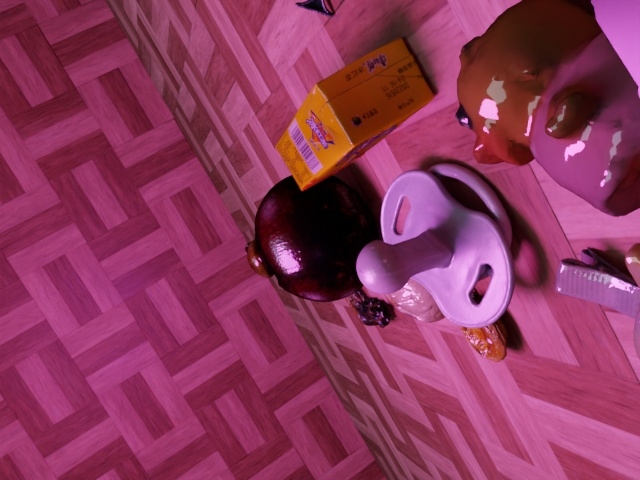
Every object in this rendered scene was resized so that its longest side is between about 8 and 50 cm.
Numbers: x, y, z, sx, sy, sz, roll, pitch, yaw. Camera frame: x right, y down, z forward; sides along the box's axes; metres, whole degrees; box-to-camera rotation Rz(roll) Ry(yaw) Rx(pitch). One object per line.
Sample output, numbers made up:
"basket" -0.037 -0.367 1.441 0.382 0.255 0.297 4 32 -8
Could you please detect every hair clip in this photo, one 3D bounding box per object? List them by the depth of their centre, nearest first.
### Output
"hair clip" 0.365 0.070 0.628 0.218 0.071 0.159 35 150 47

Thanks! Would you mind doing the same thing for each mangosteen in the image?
"mangosteen" -0.021 0.000 1.261 0.297 0.293 0.297 62 178 4

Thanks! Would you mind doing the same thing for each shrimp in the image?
"shrimp" 0.107 0.149 1.596 0.222 0.054 0.290 61 169 -9

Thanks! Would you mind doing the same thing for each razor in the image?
"razor" 0.009 -0.414 0.863 0.066 0.033 0.190 14 162 -7

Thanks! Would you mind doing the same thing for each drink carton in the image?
"drink carton" 0.038 -0.193 0.960 0.111 0.154 0.351 58 165 -2

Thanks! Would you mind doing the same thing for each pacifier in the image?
"pacifier" 0.157 0.013 0.875 0.287 0.226 0.238 47 142 34

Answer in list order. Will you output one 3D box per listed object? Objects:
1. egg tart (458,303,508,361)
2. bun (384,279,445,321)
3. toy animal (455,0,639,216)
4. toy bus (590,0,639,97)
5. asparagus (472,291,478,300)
"egg tart" 0.293 0.155 1.030 0.130 0.052 0.130 51 165 20
"bun" 0.184 0.095 1.145 0.188 0.111 0.164 26 147 58
"toy animal" 0.226 -0.125 0.506 0.281 0.195 0.169 36 114 46
"toy bus" 0.308 -0.080 0.311 0.386 0.162 0.171 60 162 -6
"asparagus" 0.252 0.055 1.031 0.127 0.015 0.018 61 166 -11
